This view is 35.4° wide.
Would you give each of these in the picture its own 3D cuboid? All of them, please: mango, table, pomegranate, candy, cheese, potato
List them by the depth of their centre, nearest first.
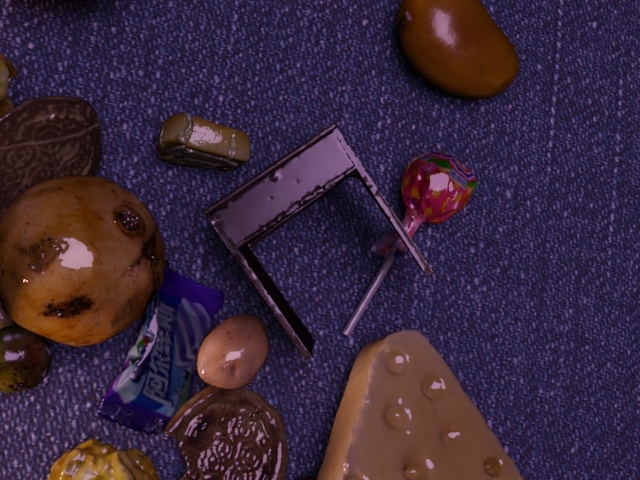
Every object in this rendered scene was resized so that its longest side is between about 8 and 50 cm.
[{"bbox_3d":[-0.363,0.028,1.504,0.261,0.260,0.260,3,79,-16],"label":"pomegranate"},{"bbox_3d":[-0.472,0.164,1.530,0.115,0.114,0.142,-15,59,-18],"label":"pomegranate"},{"bbox_3d":[-0.135,0.177,1.606,0.112,0.112,0.147,42,35,-5],"label":"potato"},{"bbox_3d":[-0.251,0.173,1.609,0.145,0.070,0.275,22,72,-20],"label":"candy"},{"bbox_3d":[0.000,0.000,1.610,0.251,0.196,0.282,-34,91,1],"label":"table"},{"bbox_3d":[0.142,0.324,1.643,0.384,0.104,0.383,12,65,-27],"label":"cheese"},{"bbox_3d":[0.139,0.010,1.743,0.124,0.124,0.365,32,84,-8],"label":"candy"},{"bbox_3d":[0.245,-0.354,1.814,0.254,0.139,0.175,44,75,-11],"label":"mango"}]

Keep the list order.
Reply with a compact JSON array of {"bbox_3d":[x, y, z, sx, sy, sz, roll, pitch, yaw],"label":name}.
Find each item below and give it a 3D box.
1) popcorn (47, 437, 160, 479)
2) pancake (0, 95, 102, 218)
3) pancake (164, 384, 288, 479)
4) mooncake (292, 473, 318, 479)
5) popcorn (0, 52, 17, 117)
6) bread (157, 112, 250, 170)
[{"bbox_3d":[-0.326,0.398,1.504,0.198,0.155,0.197,-1,80,4],"label":"popcorn"},{"bbox_3d":[-0.434,-0.110,1.541,0.031,0.250,0.250,29,69,30],"label":"pancake"},{"bbox_3d":[-0.149,0.346,1.614,0.212,0.029,0.235,-13,90,-26],"label":"pancake"},{"bbox_3d":[0.001,0.443,1.627,0.125,0.073,0.129,-16,81,-18],"label":"mooncake"},{"bbox_3d":[-0.571,-0.189,1.501,0.266,0.233,0.192,-40,77,6],"label":"popcorn"},{"bbox_3d":[-0.191,-0.156,1.659,0.156,0.117,0.064,11,75,-14],"label":"bread"}]
